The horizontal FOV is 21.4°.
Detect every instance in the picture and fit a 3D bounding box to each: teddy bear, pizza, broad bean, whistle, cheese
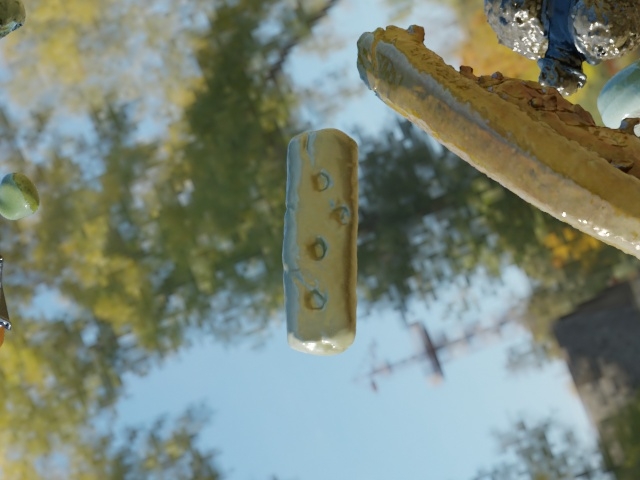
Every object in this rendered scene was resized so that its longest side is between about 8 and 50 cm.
[{"bbox_3d":[0.248,-0.219,1.577,0.251,0.129,0.182,11,85,64],"label":"teddy bear"},{"bbox_3d":[0.189,-0.071,1.325,0.365,0.074,0.182,34,-153,23],"label":"pizza"},{"bbox_3d":[-0.405,-0.058,2.272,0.063,0.083,0.045,42,-125,3],"label":"broad bean"},{"bbox_3d":[0.357,-0.178,1.749,0.067,0.126,0.258,63,166,16],"label":"whistle"},{"bbox_3d":[0.000,0.000,1.420,0.043,0.065,0.194,51,-143,-71],"label":"cheese"}]

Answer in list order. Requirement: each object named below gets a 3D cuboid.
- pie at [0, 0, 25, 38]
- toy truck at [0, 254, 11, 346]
[{"bbox_3d":[-0.422,-0.211,1.758,0.240,0.240,0.054,-31,-76,-79],"label":"pie"},{"bbox_3d":[-0.398,0.053,1.905,0.192,0.092,0.083,105,153,-44],"label":"toy truck"}]
